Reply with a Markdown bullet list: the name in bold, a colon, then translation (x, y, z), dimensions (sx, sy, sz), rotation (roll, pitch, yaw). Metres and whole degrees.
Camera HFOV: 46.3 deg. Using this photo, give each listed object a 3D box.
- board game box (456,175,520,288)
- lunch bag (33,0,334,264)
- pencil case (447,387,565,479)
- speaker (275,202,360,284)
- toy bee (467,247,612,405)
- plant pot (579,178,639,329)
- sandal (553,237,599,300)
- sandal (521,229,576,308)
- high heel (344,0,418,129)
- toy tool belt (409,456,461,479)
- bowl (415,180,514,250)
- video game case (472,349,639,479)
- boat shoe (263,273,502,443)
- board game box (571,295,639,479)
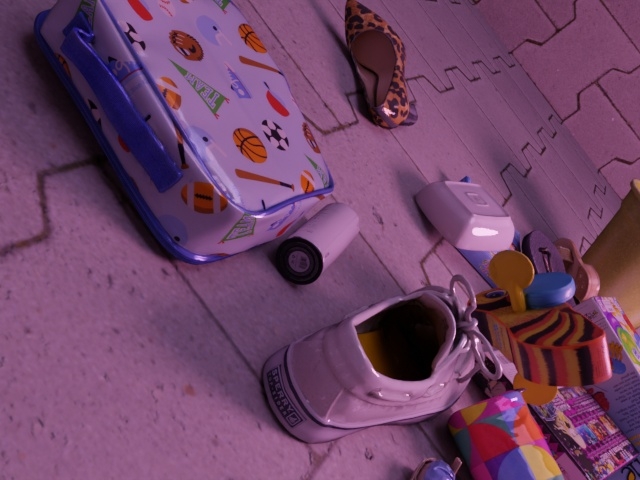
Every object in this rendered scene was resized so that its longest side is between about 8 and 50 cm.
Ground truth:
- **board game box**: translation (0.295, -0.006, 1.323), dimensions (0.160, 0.039, 0.211), rotation (45, 28, -15)
- **lunch bag**: translation (-0.130, -0.131, 0.728), dimensions (0.303, 0.115, 0.243), rotation (57, 30, 5)
- **pencil case**: translation (0.224, 0.278, 0.815), dimensions (0.104, 0.104, 0.236), rotation (14, 47, -51)
- **speaker**: translation (0.000, 0.000, 0.835), dimensions (0.055, 0.055, 0.136), rotation (52, 27, -3)
- **toy bee**: translation (0.245, 0.112, 0.938), dimensions (0.298, 0.162, 0.195), rotation (25, 51, -80)
- **plant pot**: translation (0.673, 0.055, 1.578), dimensions (0.276, 0.254, 0.276), rotation (31, 27, -17)
- **sandal**: translation (0.466, 0.049, 1.480), dimensions (0.079, 0.088, 0.240), rotation (9, 18, -7)
- **sandal**: translation (0.416, 0.107, 1.360), dimensions (0.097, 0.054, 0.254), rotation (-15, 84, -45)
- **high heel**: translation (0.089, -0.315, 1.296), dimensions (0.261, 0.093, 0.186), rotation (64, 21, 2)
- **toy tool belt**: translation (0.113, 0.246, 0.726), dimensions (0.052, 0.051, 0.083), rotation (49, 28, -9)
- **bowl**: translation (0.239, -0.047, 1.204), dimensions (0.142, 0.053, 0.142), rotation (3, 38, -35)
- **video game case**: translation (0.326, 0.237, 1.035), dimensions (0.232, 0.042, 0.210), rotation (5, 40, -55)
- **boat shoe**: translation (0.106, 0.102, 0.770), dimensions (0.367, 0.156, 0.135), rotation (5, 53, -55)
- **board game box**: translation (0.457, 0.241, 1.172), dimensions (0.142, 0.144, 0.275), rotation (7, 52, -55)
